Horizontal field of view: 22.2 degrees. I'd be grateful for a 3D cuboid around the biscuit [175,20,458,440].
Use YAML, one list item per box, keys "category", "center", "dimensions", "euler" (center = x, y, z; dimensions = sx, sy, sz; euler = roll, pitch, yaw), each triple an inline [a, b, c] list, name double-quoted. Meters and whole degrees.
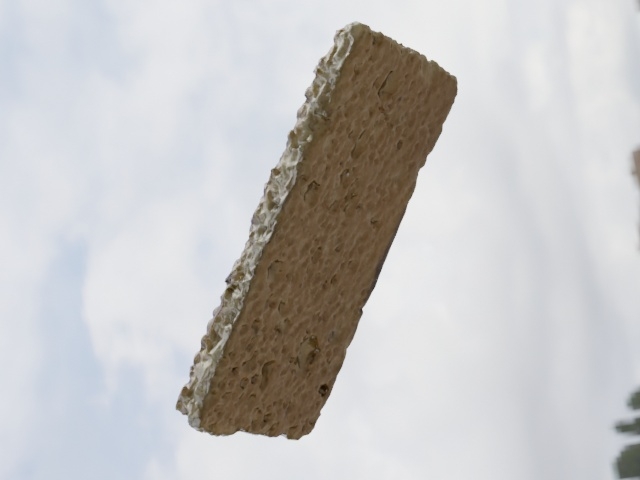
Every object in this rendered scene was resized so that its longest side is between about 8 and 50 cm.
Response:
- category: "biscuit"
  center: [0.000, 0.000, 0.884]
  dimensions: [0.131, 0.025, 0.230]
  euler: [18, -83, -59]
